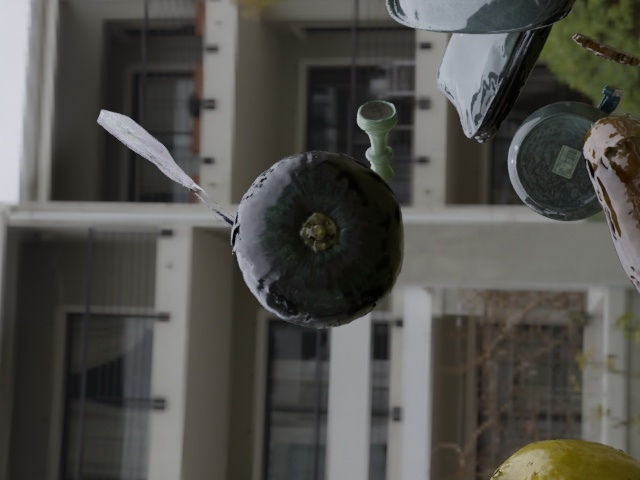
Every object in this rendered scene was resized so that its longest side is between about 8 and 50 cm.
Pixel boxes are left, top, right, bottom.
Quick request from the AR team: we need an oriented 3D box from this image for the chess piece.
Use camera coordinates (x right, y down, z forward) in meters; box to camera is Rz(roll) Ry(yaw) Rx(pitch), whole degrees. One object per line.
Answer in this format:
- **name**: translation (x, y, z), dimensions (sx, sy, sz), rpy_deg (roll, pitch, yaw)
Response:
- **chess piece**: translation (0.088, -0.133, 1.807), dimensions (0.059, 0.059, 0.149), rpy_deg (-77, -15, -47)

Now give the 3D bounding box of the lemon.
- **lemon**: translation (0.354, 0.400, 1.680), dimensions (0.258, 0.310, 0.258), rpy_deg (-62, 9, 18)

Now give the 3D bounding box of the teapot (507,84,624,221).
- **teapot**: translation (0.385, -0.136, 1.809), dimensions (0.203, 0.171, 0.225), rpy_deg (-64, -14, 15)

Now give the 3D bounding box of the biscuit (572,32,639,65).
- **biscuit**: translation (0.332, -0.216, 1.406), dimensions (0.016, 0.092, 0.082), rpy_deg (-67, 29, 15)

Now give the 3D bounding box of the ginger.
- **ginger**: translation (0.396, -0.024, 1.450), dimensions (0.133, 0.107, 0.309), rpy_deg (18, -133, -56)

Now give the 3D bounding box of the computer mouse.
- **computer mouse**: translation (0.163, -0.337, 1.397), dimensions (0.374, 0.114, 0.203), rpy_deg (30, 112, 60)

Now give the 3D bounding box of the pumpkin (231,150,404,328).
- **pumpkin**: translation (0.000, 0.000, 1.592), dimensions (0.163, 0.233, 0.233), rpy_deg (112, 162, -78)

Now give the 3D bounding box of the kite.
- **kite**: translation (-0.226, -0.096, 2.020), dimensions (0.022, 0.360, 0.204), rpy_deg (-51, 23, -13)

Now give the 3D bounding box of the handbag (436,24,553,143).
- **handbag**: translation (0.268, -0.317, 1.817), dimensions (0.191, 0.075, 0.332), rpy_deg (-110, 33, -45)
